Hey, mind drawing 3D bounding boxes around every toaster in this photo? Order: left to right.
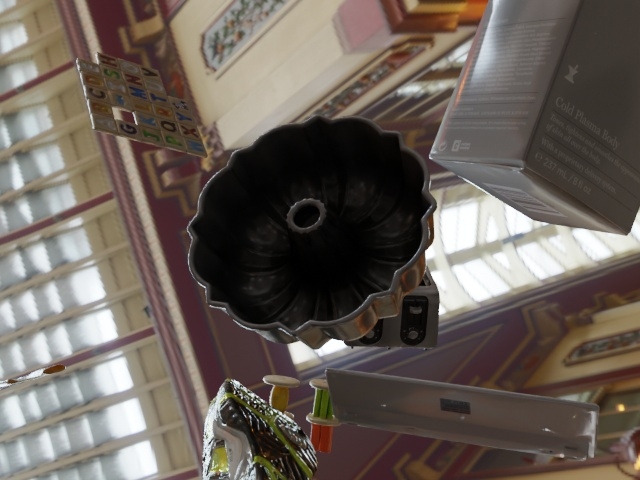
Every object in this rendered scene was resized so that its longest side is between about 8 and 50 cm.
[{"bbox_3d":[0.118,0.109,1.521,0.168,0.186,0.110,3,-70,-4],"label":"toaster"}]

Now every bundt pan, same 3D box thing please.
[{"bbox_3d":[0.000,0.000,1.123,0.124,0.331,0.331,61,-142,-53],"label":"bundt pan"}]

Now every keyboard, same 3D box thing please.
[{"bbox_3d":[0.129,0.163,0.811,0.014,0.256,0.072,-59,-33,-52],"label":"keyboard"}]

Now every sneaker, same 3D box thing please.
[{"bbox_3d":[-0.086,0.279,0.929,0.145,0.385,0.147,37,-83,-16],"label":"sneaker"}]

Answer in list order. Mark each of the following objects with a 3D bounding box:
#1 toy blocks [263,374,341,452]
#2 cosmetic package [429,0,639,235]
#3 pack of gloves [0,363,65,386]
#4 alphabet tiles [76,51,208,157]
[{"bbox_3d":[-0.032,0.272,1.216,0.123,0.054,0.148,8,-89,-15],"label":"toy blocks"},{"bbox_3d":[0.186,-0.137,0.604,0.127,0.107,0.238,23,-93,-33],"label":"cosmetic package"},{"bbox_3d":[-0.484,0.190,1.136,0.195,0.232,0.046,-9,-98,-46],"label":"pack of gloves"},{"bbox_3d":[-0.304,-0.235,1.440,0.198,0.009,0.237,11,-142,-35],"label":"alphabet tiles"}]
